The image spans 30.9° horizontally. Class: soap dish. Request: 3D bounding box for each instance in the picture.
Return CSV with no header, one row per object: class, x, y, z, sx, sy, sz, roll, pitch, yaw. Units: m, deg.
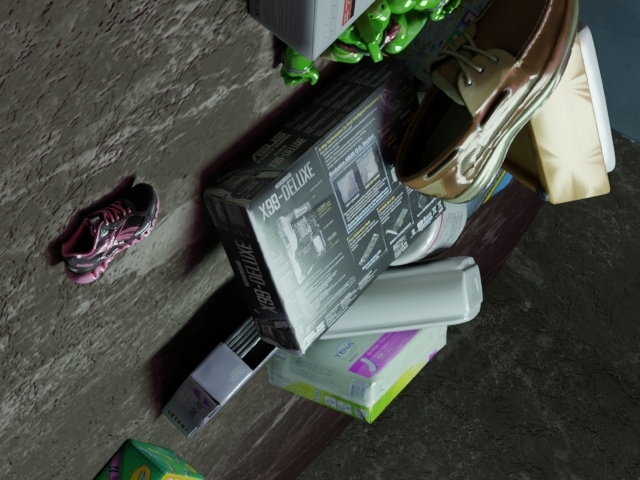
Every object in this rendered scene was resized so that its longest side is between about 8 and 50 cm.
soap dish,0.272,-0.199,1.564,0.118,0.229,0.290,-37,135,-11

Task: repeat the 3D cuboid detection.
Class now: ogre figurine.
ogre figurine,0.046,-0.223,1.185,0.118,0.197,0.096,41,45,-79

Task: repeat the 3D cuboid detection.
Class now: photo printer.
photo printer,0.104,0.096,1.925,0.256,0.308,0.107,-7,89,-78

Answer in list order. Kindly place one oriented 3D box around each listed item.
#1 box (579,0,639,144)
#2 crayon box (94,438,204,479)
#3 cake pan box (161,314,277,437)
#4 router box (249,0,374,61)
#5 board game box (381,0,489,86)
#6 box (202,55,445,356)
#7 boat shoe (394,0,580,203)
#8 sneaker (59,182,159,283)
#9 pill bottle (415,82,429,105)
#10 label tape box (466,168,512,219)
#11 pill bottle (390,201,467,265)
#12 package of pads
box,0.523,-0.463,1.607,0.471,0.297,0.480,-58,170,-26
crayon box,-0.289,0.409,1.825,0.165,0.081,0.278,-50,166,-7
cake pan box,-0.110,0.164,1.694,0.246,0.070,0.267,-47,179,-24
router box,0.064,-0.354,0.988,0.301,0.082,0.335,-47,166,-19
board game box,0.153,-0.275,1.436,0.154,0.103,0.026,-57,166,19
box,0.017,-0.046,1.425,0.307,0.077,0.242,-44,134,-28
boat shoe,0.191,-0.184,1.372,0.120,0.122,0.324,4,120,-39
sneaker,-0.202,-0.014,1.106,0.119,0.047,0.057,-49,155,-16
pill bottle,0.192,-0.190,1.745,0.216,0.121,0.121,-43,164,-32
label tape box,0.292,-0.147,2.215,0.334,0.106,0.240,-39,162,-45
pill bottle,0.145,-0.046,1.885,0.160,0.160,0.283,-54,167,12
package of pads,0.064,0.187,2.091,0.296,0.229,0.101,-37,137,-49
